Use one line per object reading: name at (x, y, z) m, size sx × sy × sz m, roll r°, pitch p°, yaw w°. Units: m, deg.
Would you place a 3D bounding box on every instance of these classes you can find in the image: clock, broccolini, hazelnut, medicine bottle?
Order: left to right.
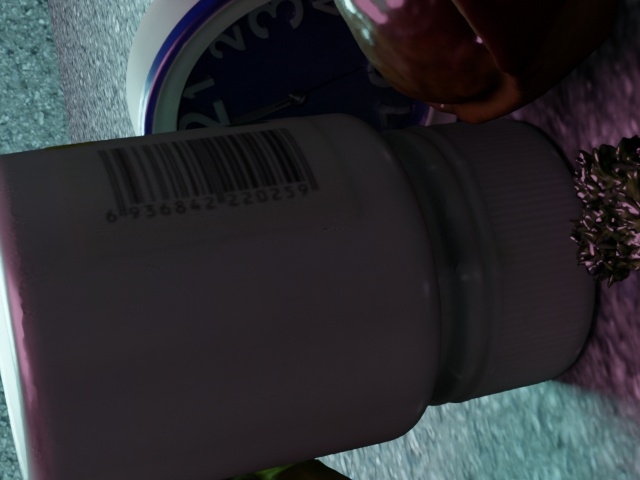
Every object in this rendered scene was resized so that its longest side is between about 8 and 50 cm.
medicine bottle at (-0.023, 0.030, 0.688) m, size 0.208 × 0.339 × 0.208 m, roll 171°, pitch 90°, yaw -70°
clock at (-0.017, -0.102, 0.781) m, size 0.083 × 0.230 × 0.230 m, roll -116°, pitch 25°, yaw -47°
hazelnut at (0.074, -0.144, 0.611) m, size 0.201 × 0.160 × 0.170 m, roll -42°, pitch 60°, yaw 61°
broccolini at (0.180, -0.023, 0.513) m, size 0.201 × 0.058 × 0.074 m, roll 161°, pitch 93°, yaw -72°

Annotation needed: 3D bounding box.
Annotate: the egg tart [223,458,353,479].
egg tart at (0.023, 0.221, 0.737) m, size 0.279 × 0.095 × 0.279 m, roll 39°, pitch 170°, yaw 8°
